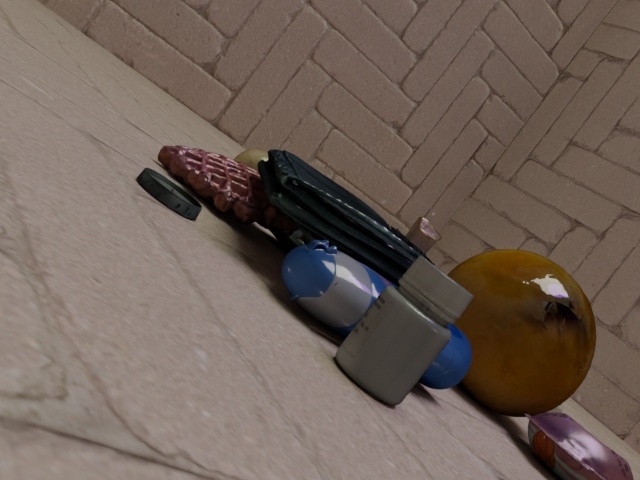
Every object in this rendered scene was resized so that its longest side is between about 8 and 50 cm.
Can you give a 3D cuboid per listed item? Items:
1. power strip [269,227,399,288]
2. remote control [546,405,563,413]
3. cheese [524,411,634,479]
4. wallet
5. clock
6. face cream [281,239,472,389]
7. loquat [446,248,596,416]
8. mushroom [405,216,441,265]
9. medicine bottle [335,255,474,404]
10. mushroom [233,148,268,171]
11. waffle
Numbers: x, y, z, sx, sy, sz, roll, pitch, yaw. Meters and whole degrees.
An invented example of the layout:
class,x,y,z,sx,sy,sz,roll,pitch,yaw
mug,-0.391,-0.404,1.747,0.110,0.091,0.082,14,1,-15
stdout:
class,x,y,z,sx,sy,sz,roll,pitch,yaw
power strip,0.062,0.045,1.218,0.257,0.092,0.251,42,5,35
remote control,0.412,0.303,1.557,0.230,0.049,0.090,36,5,-24
cheese,0.371,0.308,1.047,0.189,0.074,0.286,41,2,31
wallet,0.025,-0.030,1.009,0.237,0.075,0.342,30,7,-13
clock,-0.176,-0.055,0.871,0.085,0.017,0.085,37,4,-3
face cream,0.062,0.085,0.856,0.264,0.083,0.149,34,-3,-32
loquat,0.295,0.144,1.165,0.263,0.263,0.263,37,5,-3
mushroom,0.222,0.034,1.878,0.204,0.204,0.204,37,5,-3
medicine bottle,0.082,0.085,0.715,0.080,0.130,0.080,38,4,-3
mushroom,-0.099,-0.100,1.323,0.148,0.112,0.148,35,6,-4
waffle,-0.122,-0.080,1.129,0.221,0.056,0.234,36,12,27
